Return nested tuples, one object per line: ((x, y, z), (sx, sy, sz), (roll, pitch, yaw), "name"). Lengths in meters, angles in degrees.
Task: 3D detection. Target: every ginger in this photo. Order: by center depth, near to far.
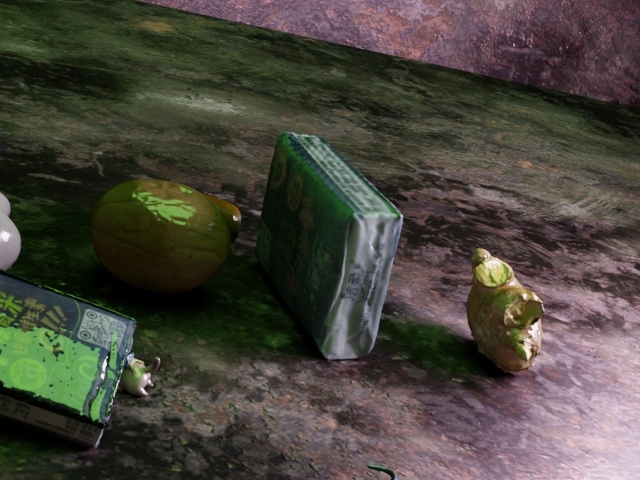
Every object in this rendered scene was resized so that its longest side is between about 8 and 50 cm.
((0.276, 0.115, 1.851), (0.102, 0.157, 0.216), (-6, 32, -12), "ginger")

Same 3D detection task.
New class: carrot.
((-0.224, -0.038, 1.970), (0.193, 0.087, 0.087), (10, 22, -18), "carrot")

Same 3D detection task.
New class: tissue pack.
((-0.337, 0.124, 1.401), (0.235, 0.073, 0.173), (20, 40, -11), "tissue pack")
((0.000, 0.000, 1.828), (0.103, 0.228, 0.316), (1, 25, -23), "tissue pack")

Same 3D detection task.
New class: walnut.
((-0.228, -0.005, 1.776), (0.207, 0.167, 0.167), (14, 21, -9), "walnut")

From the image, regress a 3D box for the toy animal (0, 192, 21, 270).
((-0.504, -0.008, 1.629), (0.193, 0.127, 0.178), (25, 25, 20), "toy animal")

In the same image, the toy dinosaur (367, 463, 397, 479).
((0.105, 0.308, 1.376), (0.080, 0.045, 0.197), (-4, 30, -19), "toy dinosaur")

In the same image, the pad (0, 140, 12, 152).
((-0.641, -0.178, 2.138), (0.193, 0.004, 0.116), (16, 20, 3), "pad")

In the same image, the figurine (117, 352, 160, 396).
((-0.240, 0.154, 1.516), (0.083, 0.050, 0.047), (15, 15, -3), "figurine")
